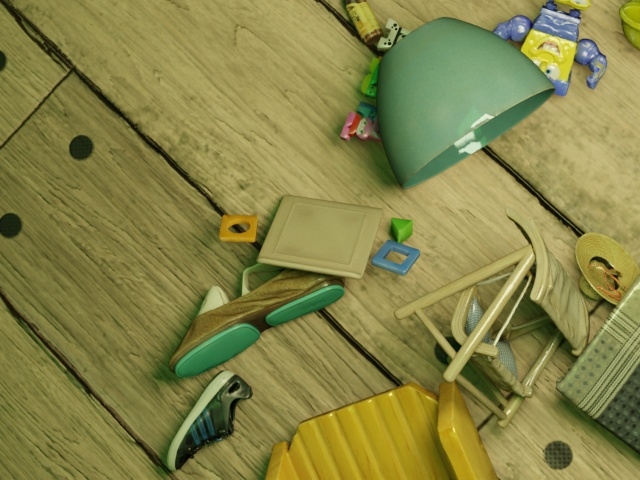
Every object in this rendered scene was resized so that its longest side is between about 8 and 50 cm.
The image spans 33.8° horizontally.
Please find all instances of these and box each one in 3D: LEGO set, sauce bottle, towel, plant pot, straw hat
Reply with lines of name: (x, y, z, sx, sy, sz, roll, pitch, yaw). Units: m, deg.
LEGO set: (0.122, -0.257, 1.830, 0.093, 0.087, 0.227, 21, 82, 9)
sauce bottle: (0.068, -0.410, 1.875, 0.042, 0.042, 0.128, -29, 78, 7)
towel: (0.583, 0.195, 1.678, 0.312, 0.056, 0.324, 36, 96, -4)
plant pot: (0.202, -0.241, 1.697, 0.290, 0.290, 0.195, -33, 84, 6)
straw hat: (0.460, 0.063, 1.740, 0.144, 0.144, 0.061, 49, 136, 11)

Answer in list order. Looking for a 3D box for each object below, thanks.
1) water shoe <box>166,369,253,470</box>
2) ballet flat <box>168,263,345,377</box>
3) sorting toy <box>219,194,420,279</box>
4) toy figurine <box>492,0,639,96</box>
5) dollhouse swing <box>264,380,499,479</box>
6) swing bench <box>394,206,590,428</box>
water shoe: (-0.193, 0.326, 1.836, 0.080, 0.073, 0.203, 32, 91, 10)
ballet flat: (-0.123, 0.112, 1.833, 0.342, 0.116, 0.124, -30, 62, 6)
sorting toy: (0.000, 0.000, 1.799, 0.348, 0.196, 0.047, 9, 131, 11)
toy figurine: (0.417, -0.329, 1.780, 0.363, 0.191, 0.217, 19, 118, 5)
dollhouse swing: (0.076, 0.436, 1.613, 0.347, 0.305, 0.315, -23, 92, 21)
swing bench: (0.295, 0.124, 1.650, 0.255, 0.253, 0.165, -42, 52, 5)
